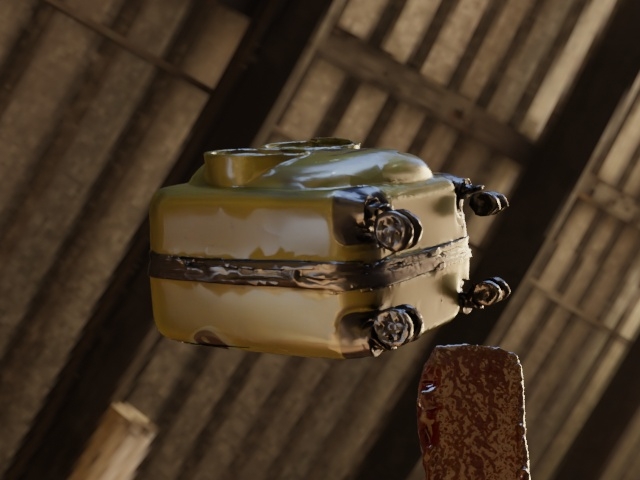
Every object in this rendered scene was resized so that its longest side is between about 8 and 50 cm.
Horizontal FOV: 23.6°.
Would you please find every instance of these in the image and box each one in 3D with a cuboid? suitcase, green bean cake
[{"bbox_3d":[0.000,0.000,1.144,0.194,0.234,0.143,-17,-73,-58],"label":"suitcase"},{"bbox_3d":[0.140,0.239,1.363,0.198,0.097,0.233,77,-168,-52],"label":"green bean cake"}]
